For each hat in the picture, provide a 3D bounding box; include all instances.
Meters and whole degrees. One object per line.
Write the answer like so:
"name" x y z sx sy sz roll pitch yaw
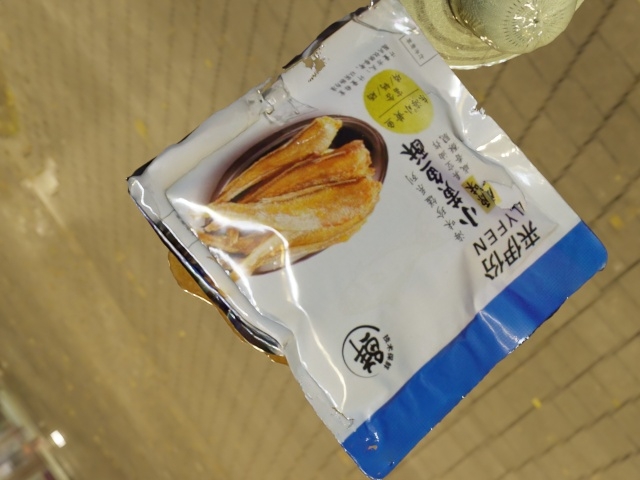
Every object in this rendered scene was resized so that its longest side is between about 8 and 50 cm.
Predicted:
"hat" 0.189 -0.241 1.333 0.252 0.252 0.110 71 175 -47

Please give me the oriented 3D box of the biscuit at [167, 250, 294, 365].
"biscuit" 0.000 0.001 1.356 0.257 0.273 0.049 40 -159 -14

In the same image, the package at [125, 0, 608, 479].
"package" 0.027 -0.008 0.629 0.173 0.171 0.027 49 153 2
